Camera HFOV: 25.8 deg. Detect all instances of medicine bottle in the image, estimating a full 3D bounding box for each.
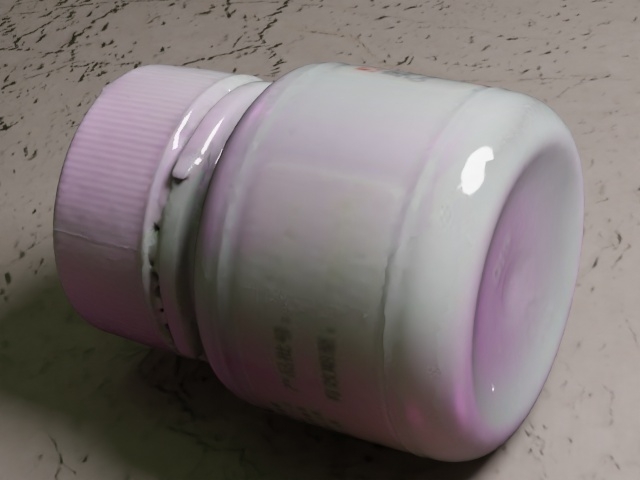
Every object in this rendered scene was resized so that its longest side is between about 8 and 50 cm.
[{"bbox_3d":[0.000,0.000,0.992,0.324,0.256,0.256,12,41,28],"label":"medicine bottle"}]
